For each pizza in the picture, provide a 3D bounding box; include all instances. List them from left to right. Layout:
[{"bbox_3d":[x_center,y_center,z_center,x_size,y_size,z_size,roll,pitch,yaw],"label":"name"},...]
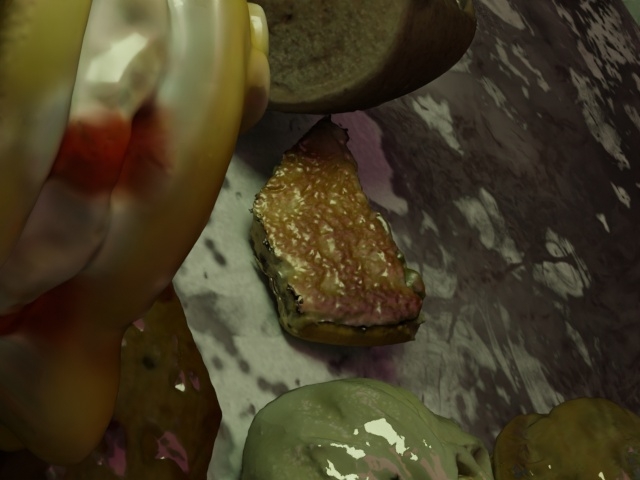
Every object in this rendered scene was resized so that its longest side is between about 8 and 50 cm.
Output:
[{"bbox_3d":[0.000,0.000,0.902,0.147,0.069,0.226,-15,67,-33],"label":"pizza"}]

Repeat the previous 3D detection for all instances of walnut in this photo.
[{"bbox_3d":[0.216,0.240,0.833,0.198,0.198,0.245,35,28,-27],"label":"walnut"}]

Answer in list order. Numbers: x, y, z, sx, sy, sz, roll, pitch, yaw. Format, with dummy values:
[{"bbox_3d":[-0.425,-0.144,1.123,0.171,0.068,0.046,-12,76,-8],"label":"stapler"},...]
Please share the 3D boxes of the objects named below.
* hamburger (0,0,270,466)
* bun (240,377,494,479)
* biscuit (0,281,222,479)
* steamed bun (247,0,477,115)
[{"bbox_3d":[-0.152,-0.048,0.500,0.186,0.261,0.302,19,67,-46],"label":"hamburger"},{"bbox_3d":[0.054,0.193,0.727,0.231,0.133,0.231,34,38,-32],"label":"bun"},{"bbox_3d":[-0.206,0.069,0.583,0.359,0.046,0.359,31,40,-31],"label":"biscuit"},{"bbox_3d":[-0.031,-0.217,0.940,0.301,0.199,0.251,37,16,13],"label":"steamed bun"}]
